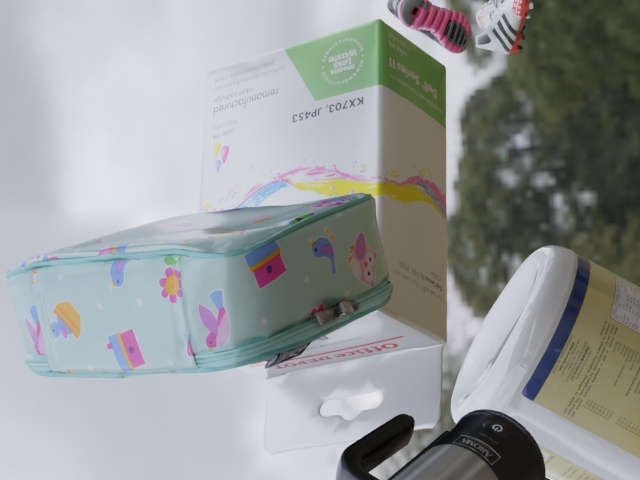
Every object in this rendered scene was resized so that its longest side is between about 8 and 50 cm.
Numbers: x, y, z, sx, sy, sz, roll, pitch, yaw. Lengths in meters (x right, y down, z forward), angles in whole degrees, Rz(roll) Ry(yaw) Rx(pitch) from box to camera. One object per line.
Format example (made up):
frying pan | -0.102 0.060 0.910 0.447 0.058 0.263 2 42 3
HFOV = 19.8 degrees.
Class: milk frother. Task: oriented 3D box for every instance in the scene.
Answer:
milk frother | 0.083 0.213 1.375 0.135 0.129 0.143 -31 -56 -47

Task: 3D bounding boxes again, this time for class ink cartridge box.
ink cartridge box | 0.000 0.000 1.659 0.119 0.207 0.353 30 -126 -50

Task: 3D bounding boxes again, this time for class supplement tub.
supplement tub | 0.325 0.170 1.968 0.228 0.316 0.228 -61 4 8

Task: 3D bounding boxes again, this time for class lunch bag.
lunch bag | -0.088 0.036 1.453 0.224 0.279 0.108 -18 -80 -52

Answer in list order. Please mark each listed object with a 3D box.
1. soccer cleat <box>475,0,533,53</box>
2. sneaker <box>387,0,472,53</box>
soccer cleat | 0.124 -0.157 1.247 0.083 0.035 0.029 94 179 -57
sneaker | 0.125 -0.256 2.131 0.119 0.057 0.047 27 -90 -36
